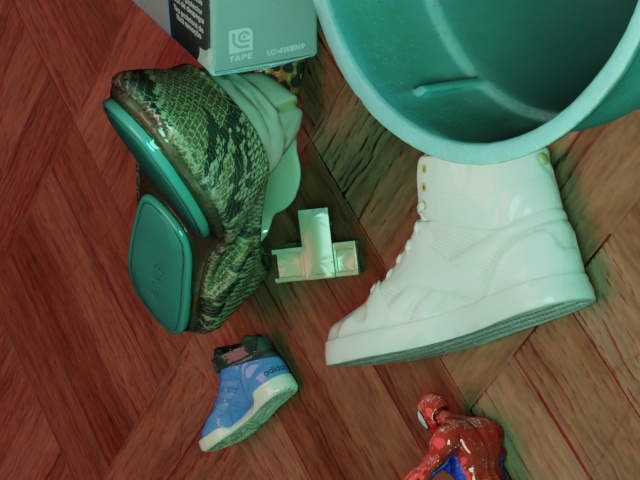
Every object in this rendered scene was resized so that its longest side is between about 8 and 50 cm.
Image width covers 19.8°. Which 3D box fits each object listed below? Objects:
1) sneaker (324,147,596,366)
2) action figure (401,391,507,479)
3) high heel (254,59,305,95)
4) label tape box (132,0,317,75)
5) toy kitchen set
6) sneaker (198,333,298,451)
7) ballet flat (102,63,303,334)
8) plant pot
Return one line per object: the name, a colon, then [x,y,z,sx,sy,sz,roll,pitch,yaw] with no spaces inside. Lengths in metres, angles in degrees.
sneaker: [0.105,0.009,1.607,0.292,0.108,0.169,-22,75,42]
action figure: [0.144,0.261,1.589,0.139,0.091,0.280,-54,53,31]
high heel: [-0.054,-0.233,1.734,0.186,0.093,0.261,133,134,-79]
label tape box: [-0.100,-0.351,1.572,0.249,0.115,0.348,46,144,50]
toy kitchen set: [0.000,0.000,1.798,0.083,0.075,0.068,-6,95,13]
sneaker: [-0.089,0.154,1.913,0.152,0.058,0.085,-46,65,41]
ballet flat: [-0.097,-0.061,1.692,0.164,0.182,0.483,49,164,16]
plant pot: [0.221,-0.230,1.217,0.341,0.334,0.341,11,104,53]
